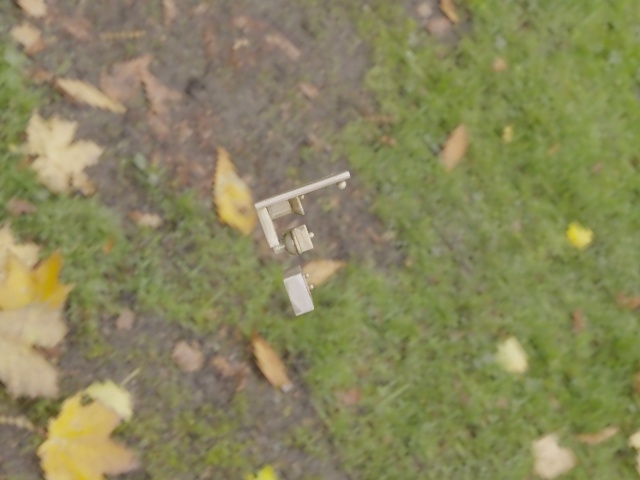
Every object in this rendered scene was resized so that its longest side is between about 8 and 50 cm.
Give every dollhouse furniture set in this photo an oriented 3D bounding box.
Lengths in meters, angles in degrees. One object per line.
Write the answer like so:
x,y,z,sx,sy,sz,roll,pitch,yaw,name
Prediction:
0.000,0.000,1.945,0.144,0.123,0.151,-106,176,-85,dollhouse furniture set
